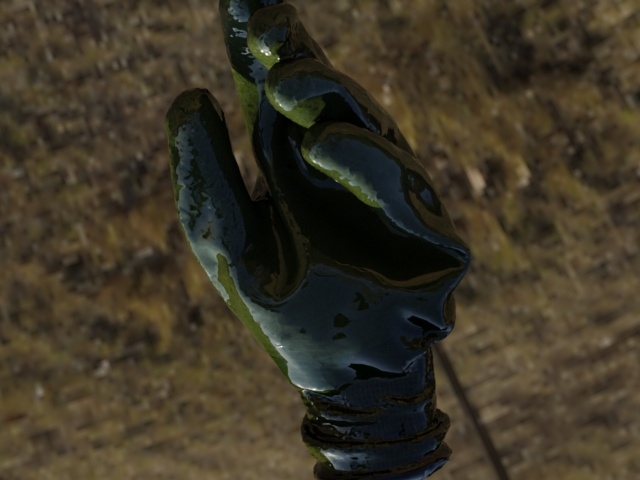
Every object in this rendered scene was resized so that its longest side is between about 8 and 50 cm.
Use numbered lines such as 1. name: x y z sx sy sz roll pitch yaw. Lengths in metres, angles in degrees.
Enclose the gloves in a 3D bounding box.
1. gloves: 0.003 -0.003 0.907 0.135 0.107 0.268 -8 118 13
